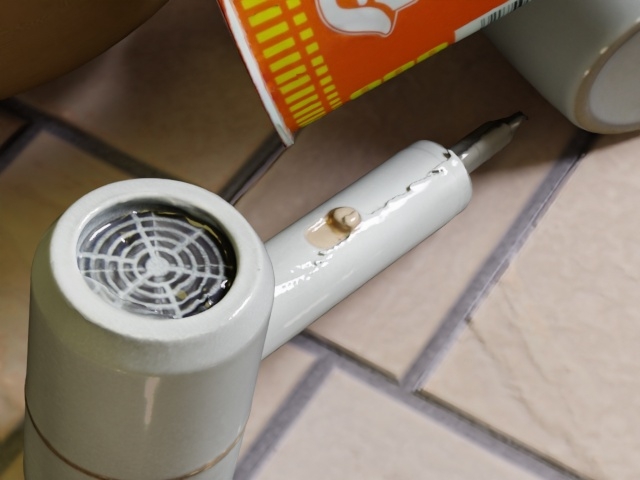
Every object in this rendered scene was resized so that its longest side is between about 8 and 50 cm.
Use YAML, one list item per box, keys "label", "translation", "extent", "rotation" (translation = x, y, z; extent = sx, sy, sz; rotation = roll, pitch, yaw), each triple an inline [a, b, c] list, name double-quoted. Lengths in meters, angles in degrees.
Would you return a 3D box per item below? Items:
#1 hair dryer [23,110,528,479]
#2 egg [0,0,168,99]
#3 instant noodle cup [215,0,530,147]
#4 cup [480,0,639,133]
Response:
- label: "hair dryer"
  translation: [0.000, 0.000, 0.707]
  extent: [0.107, 0.173, 0.357]
  rotation: [39, 52, 19]
- label: "egg"
  translation: [-0.238, -0.220, 0.782]
  extent: [0.374, 0.301, 0.301]
  rotation: [2, 53, -3]
- label: "instant noodle cup"
  translation: [0.044, -0.170, 0.657]
  extent: [0.212, 0.193, 0.193]
  rotation: [-22, 54, 3]
- label: "cup"
  translation: [0.189, -0.204, 0.818]
  extent: [0.258, 0.186, 0.234]
  rotation: [-19, 62, -14]
